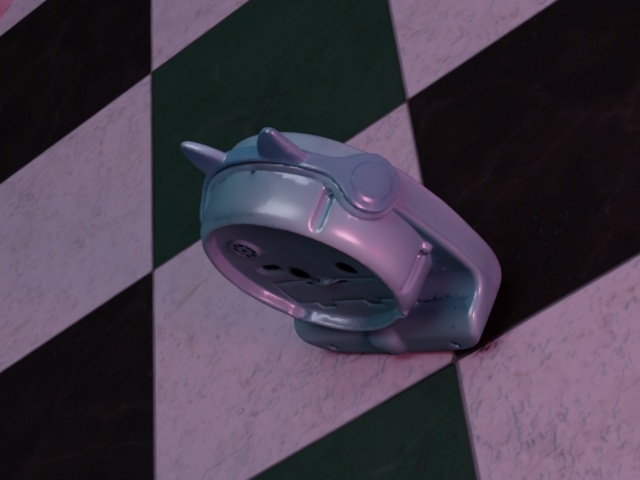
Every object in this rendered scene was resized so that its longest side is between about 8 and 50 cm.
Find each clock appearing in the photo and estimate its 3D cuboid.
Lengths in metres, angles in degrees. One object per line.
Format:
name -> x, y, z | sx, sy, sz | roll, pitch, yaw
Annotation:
clock -> 0.000, 0.000, 1.370 | 0.224, 0.274, 0.094 | -7, 54, 47
